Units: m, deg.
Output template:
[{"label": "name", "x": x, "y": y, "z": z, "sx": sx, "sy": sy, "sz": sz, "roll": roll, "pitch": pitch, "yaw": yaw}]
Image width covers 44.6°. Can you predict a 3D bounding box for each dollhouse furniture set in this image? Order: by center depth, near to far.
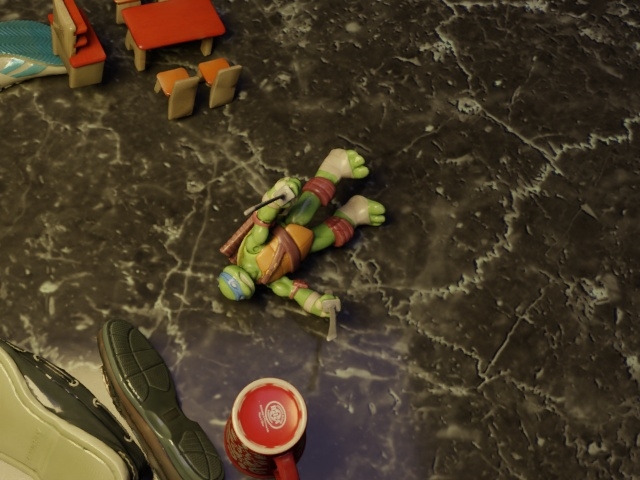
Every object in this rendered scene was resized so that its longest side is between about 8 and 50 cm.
[{"label": "dollhouse furniture set", "x": -0.277, "y": -0.330, "z": 1.213, "sx": 0.259, "sy": 0.135, "sz": 0.262, "roll": -21, "pitch": 72, "yaw": -27}]

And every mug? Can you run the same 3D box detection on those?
[{"label": "mug", "x": -0.054, "y": 0.250, "z": 1.000, "sx": 0.150, "sy": 0.169, "sz": 0.113, "roll": 38, "pitch": 68, "yaw": 10}]

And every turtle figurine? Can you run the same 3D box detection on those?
[{"label": "turtle figurine", "x": 0.000, "y": 0.000, "z": 1.085, "sx": 0.198, "sy": 0.275, "sz": 0.266, "roll": 47, "pitch": 61, "yaw": -3}]

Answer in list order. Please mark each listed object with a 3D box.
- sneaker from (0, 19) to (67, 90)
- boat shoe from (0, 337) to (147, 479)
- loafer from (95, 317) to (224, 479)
[{"label": "sneaker", "x": -0.496, "y": -0.285, "z": 1.228, "sx": 0.229, "sy": 0.092, "sz": 0.087, "roll": -8, "pitch": 65, "yaw": -30}, {"label": "boat shoe", "x": -0.359, "y": 0.212, "z": 1.000, "sx": 0.340, "sy": 0.113, "sz": 0.127, "roll": 30, "pitch": 101, "yaw": 14}, {"label": "loafer", "x": -0.233, "y": 0.231, "z": 1.036, "sx": 0.084, "sy": 0.096, "sz": 0.267, "roll": -42, "pitch": 73, "yaw": 21}]
